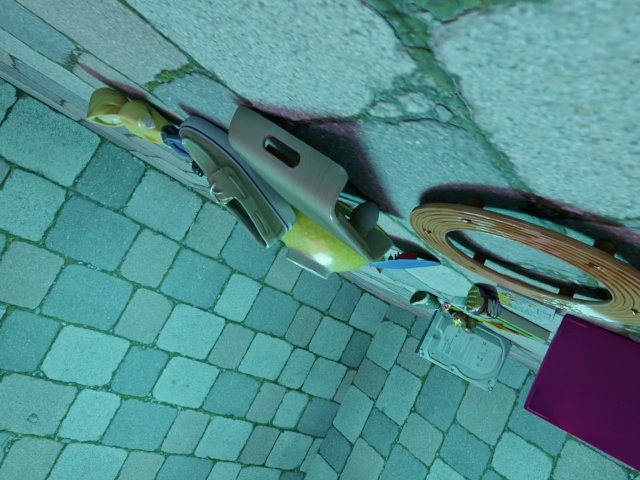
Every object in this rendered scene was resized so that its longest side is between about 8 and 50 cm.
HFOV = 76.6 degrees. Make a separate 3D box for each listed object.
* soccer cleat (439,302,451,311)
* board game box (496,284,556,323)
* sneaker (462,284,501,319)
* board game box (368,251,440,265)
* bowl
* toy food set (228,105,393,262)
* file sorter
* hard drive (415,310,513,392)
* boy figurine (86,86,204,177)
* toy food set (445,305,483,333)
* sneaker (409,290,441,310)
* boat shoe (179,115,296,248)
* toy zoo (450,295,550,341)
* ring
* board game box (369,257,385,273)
[{"bbox_3d":[0.484,0.252,1.568,0.029,0.035,0.083,50,153,10],"label":"soccer cleat"},{"bbox_3d":[0.404,0.117,0.791,0.103,0.026,0.154,23,172,32],"label":"board game box"},{"bbox_3d":[0.397,0.152,0.975,0.083,0.070,0.185,17,177,16],"label":"sneaker"},{"bbox_3d":[0.196,0.042,0.965,0.133,0.033,0.168,11,166,-39],"label":"board game box"},{"bbox_3d":[0.000,0.000,0.987,0.289,0.156,0.289,28,174,3],"label":"bowl"},{"bbox_3d":[0.003,-0.086,0.671,0.219,0.092,0.306,38,178,27],"label":"toy food set"},{"bbox_3d":[0.584,0.308,0.792,0.290,0.202,0.182,24,176,29],"label":"file sorter"},{"bbox_3d":[0.602,0.450,1.705,0.338,0.237,0.064,28,174,6],"label":"hard drive"},{"bbox_3d":[-0.382,-0.249,0.907,0.285,0.092,0.177,26,177,-11],"label":"boy figurine"},{"bbox_3d":[0.543,0.307,1.547,0.128,0.071,0.218,28,174,2],"label":"toy food set"},{"bbox_3d":[0.421,0.248,1.617,0.086,0.064,0.192,33,171,2],"label":"sneaker"},{"bbox_3d":[-0.172,-0.111,0.812,0.302,0.094,0.109,46,151,-18],"label":"boat shoe"},{"bbox_3d":[0.509,0.225,1.206,0.192,0.030,0.293,27,174,2],"label":"toy zoo"},{"bbox_3d":[0.282,0.027,0.561,0.336,0.032,0.336,28,175,3],"label":"ring"},{"bbox_3d":[0.123,0.039,1.282,0.146,0.045,0.193,26,174,21],"label":"board game box"}]
